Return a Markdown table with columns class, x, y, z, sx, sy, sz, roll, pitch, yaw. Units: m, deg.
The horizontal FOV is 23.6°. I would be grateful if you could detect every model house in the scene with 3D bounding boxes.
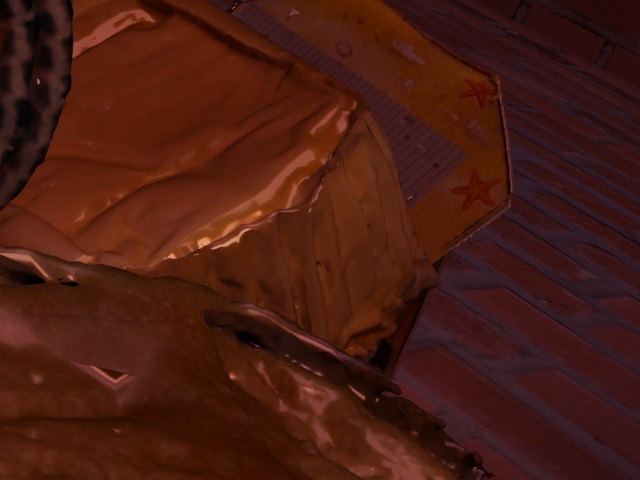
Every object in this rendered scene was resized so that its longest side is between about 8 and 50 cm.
| class | x | y | z | sx | sy | sz | roll | pitch | yaw |
| --- | --- | --- | --- | --- | --- | --- | --- | --- | --- |
| model house | 0.000 | 0.000 | 0.775 | 0.219 | 0.207 | 0.136 | 37 | -16 | 37 |

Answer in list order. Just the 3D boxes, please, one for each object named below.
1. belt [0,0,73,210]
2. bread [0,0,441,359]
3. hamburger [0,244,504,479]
| class | x | y | z | sx | sy | sz | roll | pitch | yaw |
| --- | --- | --- | --- | --- | --- | --- | --- | --- | --- |
| belt | -0.199 | -0.066 | 0.459 | 0.295 | 0.206 | 0.160 | -20 | 31 | -7 |
| bread | -0.079 | -0.011 | 0.619 | 0.250 | 0.133 | 0.179 | 25 | 45 | 37 |
| hamburger | -0.056 | 0.109 | 0.364 | 0.265 | 0.134 | 0.285 | 15 | 26 | -37 |
